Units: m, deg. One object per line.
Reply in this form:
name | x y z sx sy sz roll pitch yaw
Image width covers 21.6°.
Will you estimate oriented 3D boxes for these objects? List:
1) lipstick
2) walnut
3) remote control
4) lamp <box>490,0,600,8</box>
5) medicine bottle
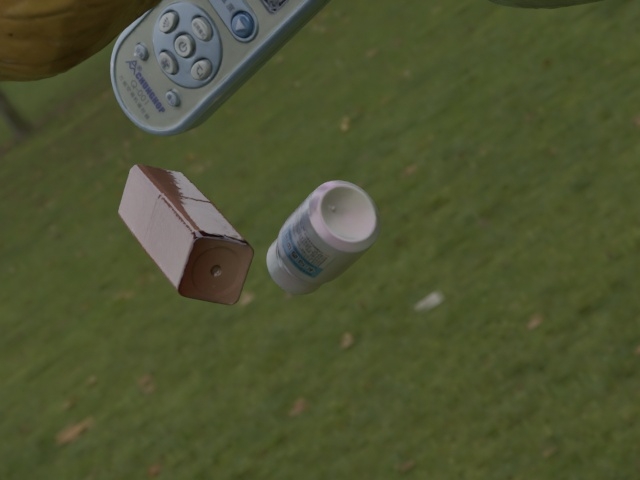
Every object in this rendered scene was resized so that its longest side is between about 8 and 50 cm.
lipstick | -0.089 -0.006 1.089 0.145 0.045 0.045 44 121 60
walnut | -0.164 -0.182 0.977 0.165 0.165 0.197 -20 14 49
remote control | -0.059 -0.159 1.146 0.244 0.087 0.047 -39 -11 37
lamp | 0.093 -0.218 0.673 0.233 0.233 0.265 -23 8 41
medicine bottle | 0.000 0.000 1.106 0.052 0.052 0.089 -43 -1 -34
